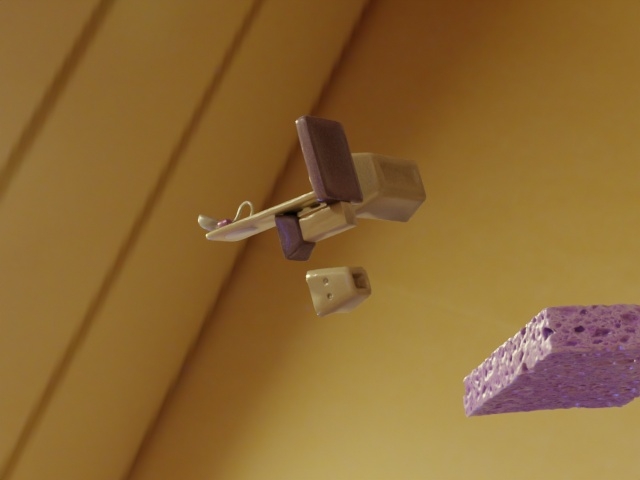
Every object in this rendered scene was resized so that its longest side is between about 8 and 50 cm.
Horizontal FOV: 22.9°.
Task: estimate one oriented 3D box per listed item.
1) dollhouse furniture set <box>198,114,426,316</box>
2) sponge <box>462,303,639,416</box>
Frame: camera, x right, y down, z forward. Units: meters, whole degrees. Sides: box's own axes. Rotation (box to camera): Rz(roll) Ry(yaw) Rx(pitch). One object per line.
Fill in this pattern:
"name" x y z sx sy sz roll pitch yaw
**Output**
"dollhouse furniture set" 0.000 0.000 0.777 0.114 0.081 0.091 4 -112 -59
"sponge" 0.173 0.080 1.028 0.210 0.117 0.031 118 150 -71
